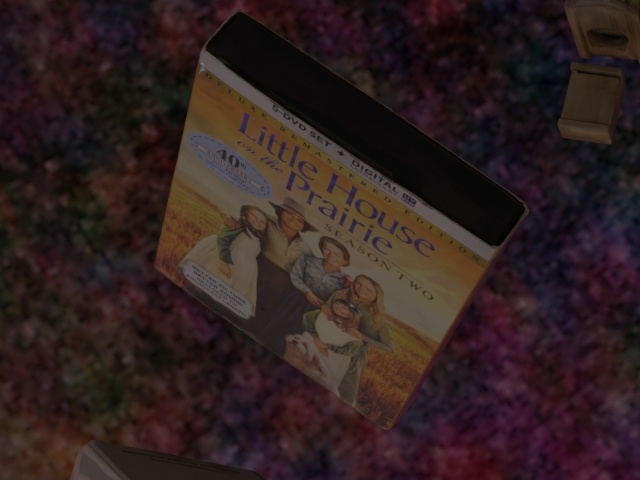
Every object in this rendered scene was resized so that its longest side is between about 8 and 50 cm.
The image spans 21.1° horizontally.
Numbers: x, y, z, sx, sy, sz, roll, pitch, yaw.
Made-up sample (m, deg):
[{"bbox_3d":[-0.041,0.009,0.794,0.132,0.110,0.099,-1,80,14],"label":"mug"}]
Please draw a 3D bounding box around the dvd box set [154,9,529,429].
[{"bbox_3d":[0.000,0.000,1.606,0.308,0.062,0.420,35,152,6],"label":"dvd box set"}]

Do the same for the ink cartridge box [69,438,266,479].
[{"bbox_3d":[-0.055,0.270,0.933,0.307,0.129,0.223,28,102,60],"label":"ink cartridge box"}]

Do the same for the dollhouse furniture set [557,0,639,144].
[{"bbox_3d":[0.276,-0.171,1.329,0.161,0.181,0.101,9,164,20],"label":"dollhouse furniture set"}]
